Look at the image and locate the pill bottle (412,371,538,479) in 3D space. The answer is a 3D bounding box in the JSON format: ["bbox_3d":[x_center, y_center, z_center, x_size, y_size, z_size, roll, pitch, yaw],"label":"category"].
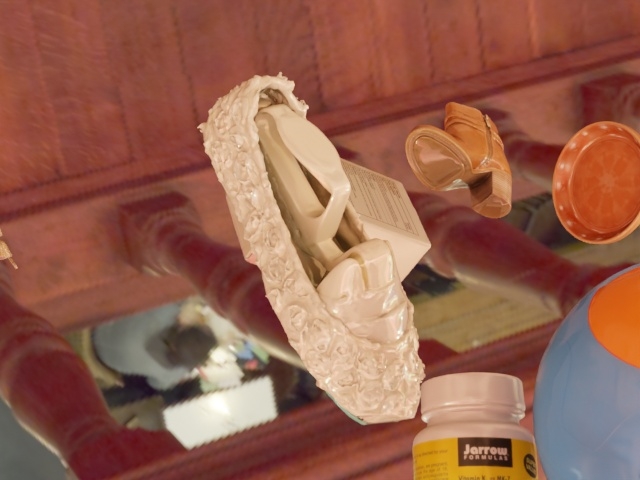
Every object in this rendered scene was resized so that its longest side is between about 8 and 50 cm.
[{"bbox_3d":[0.147,0.237,1.202,0.119,0.119,0.208,10,69,-29],"label":"pill bottle"}]

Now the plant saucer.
[{"bbox_3d":[0.193,-0.039,0.864,0.013,0.083,0.083,5,101,-39],"label":"plant saucer"}]

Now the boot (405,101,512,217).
[{"bbox_3d":[0.175,-0.130,1.659,0.073,0.152,0.197,-28,133,29],"label":"boot"}]

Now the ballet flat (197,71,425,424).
[{"bbox_3d":[0.000,0.000,1.332,0.147,0.147,0.409,-26,77,-19],"label":"ballet flat"}]

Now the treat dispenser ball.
[{"bbox_3d":[0.330,0.153,1.103,0.288,0.288,0.288,-7,107,-25],"label":"treat dispenser ball"}]

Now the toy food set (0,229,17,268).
[{"bbox_3d":[-0.411,-0.015,1.569,0.019,0.078,0.122,-32,141,-17],"label":"toy food set"}]

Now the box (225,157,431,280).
[{"bbox_3d":[0.009,-0.028,1.733,0.232,0.148,0.127,20,121,-32],"label":"box"}]
